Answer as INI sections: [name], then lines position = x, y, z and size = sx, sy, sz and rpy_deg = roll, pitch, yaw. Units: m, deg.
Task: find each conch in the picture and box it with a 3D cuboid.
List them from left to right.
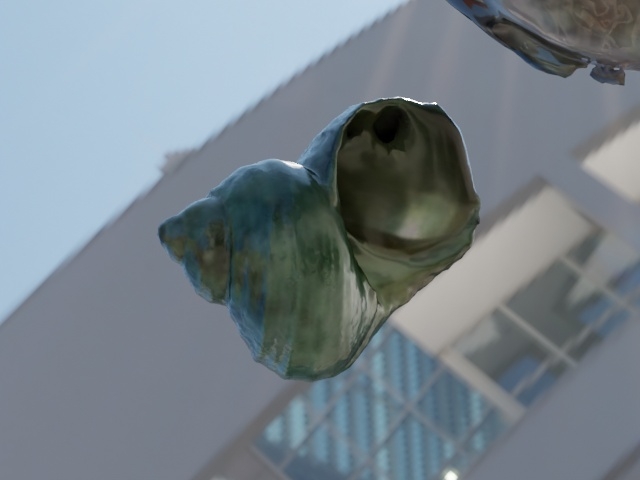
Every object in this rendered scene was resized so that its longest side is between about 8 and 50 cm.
[conch]
position = 0.000, -0.001, 1.106
size = 0.188, 0.122, 0.176
rpy_deg = -11, -65, -48

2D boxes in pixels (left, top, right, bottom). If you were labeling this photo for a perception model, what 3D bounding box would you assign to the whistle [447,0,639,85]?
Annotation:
[whistle]
position = 0.062, -0.174, 0.596
size = 0.189, 0.348, 0.189
rpy_deg = -57, -18, -29
